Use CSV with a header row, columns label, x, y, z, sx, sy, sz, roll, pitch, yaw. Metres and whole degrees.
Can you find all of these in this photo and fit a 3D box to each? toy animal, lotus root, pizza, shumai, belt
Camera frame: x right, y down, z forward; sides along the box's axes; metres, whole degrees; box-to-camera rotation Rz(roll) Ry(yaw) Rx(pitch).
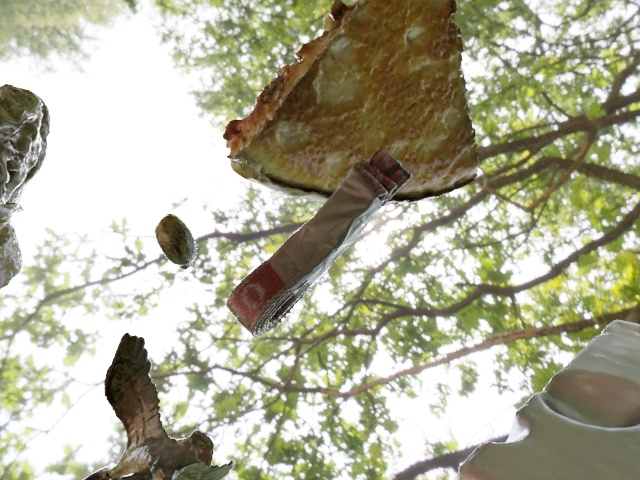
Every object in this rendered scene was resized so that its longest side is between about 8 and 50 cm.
label,x,y,z,sx,sy,sz,roll,pitch,yaw
toy animal,-0.224,0.265,0.685,0.197,0.272,0.160,-31,-165,-21
lotus root,-0.219,0.004,0.864,0.049,0.099,0.054,-12,-151,13
pizza,0.089,-0.241,0.787,0.130,0.440,0.406,42,-54,49
shumai,-0.312,-0.037,0.489,0.166,0.175,0.206,-7,-151,7
belt,0.000,0.000,0.560,0.053,0.071,0.232,42,-94,17

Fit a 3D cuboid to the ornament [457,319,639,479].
label,x,y,z,sx,sy,sz,roll,pitch,yaw
ornament,0.244,0.219,0.323,0.240,0.239,0.239,11,-158,44
